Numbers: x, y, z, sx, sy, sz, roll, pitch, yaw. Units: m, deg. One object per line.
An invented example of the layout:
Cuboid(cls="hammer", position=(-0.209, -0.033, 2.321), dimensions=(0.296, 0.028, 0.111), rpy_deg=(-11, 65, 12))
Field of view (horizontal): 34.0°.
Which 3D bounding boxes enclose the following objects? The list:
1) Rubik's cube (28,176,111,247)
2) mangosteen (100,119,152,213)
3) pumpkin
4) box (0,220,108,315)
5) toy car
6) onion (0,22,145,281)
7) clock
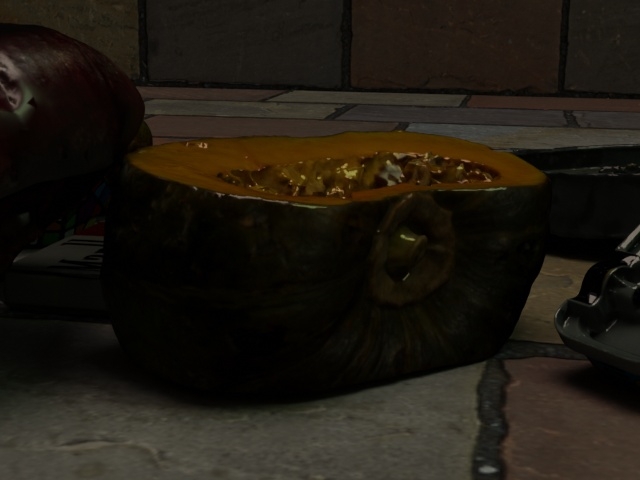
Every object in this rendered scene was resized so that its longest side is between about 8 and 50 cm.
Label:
Cuboid(cls="Rubik's cube", position=(-0.267, -0.055, 0.995), dimensions=(0.133, 0.133, 0.112), rpy_deg=(1, 40, 2))
Cuboid(cls="mangosteen", position=(-0.263, -0.104, 1.141), dimensions=(0.200, 0.200, 0.200), rpy_deg=(1, 13, 0))
Cuboid(cls="pumpkin", position=(0.000, 0.000, 0.716), dimensions=(0.317, 0.139, 0.222), rpy_deg=(-10, 19, -35))
Cuboid(cls="box", position=(-0.164, 0.020, 0.848), dimensions=(0.115, 0.036, 0.177), rpy_deg=(3, 13, 14))
Cuboid(cls="toy car", position=(0.245, 0.030, 0.658), dimensions=(0.191, 0.100, 0.097), rpy_deg=(-41, 29, -18))
Cuboid(cls="onion", position=(-0.251, -0.055, 0.652), dimensions=(0.272, 0.195, 0.272), rpy_deg=(-36, -1, -1))
Cuboid(cls="clock", position=(0.321, -0.055, 1.074), dimensions=(0.325, 0.067, 0.325), rpy_deg=(-2, 9, 0))
